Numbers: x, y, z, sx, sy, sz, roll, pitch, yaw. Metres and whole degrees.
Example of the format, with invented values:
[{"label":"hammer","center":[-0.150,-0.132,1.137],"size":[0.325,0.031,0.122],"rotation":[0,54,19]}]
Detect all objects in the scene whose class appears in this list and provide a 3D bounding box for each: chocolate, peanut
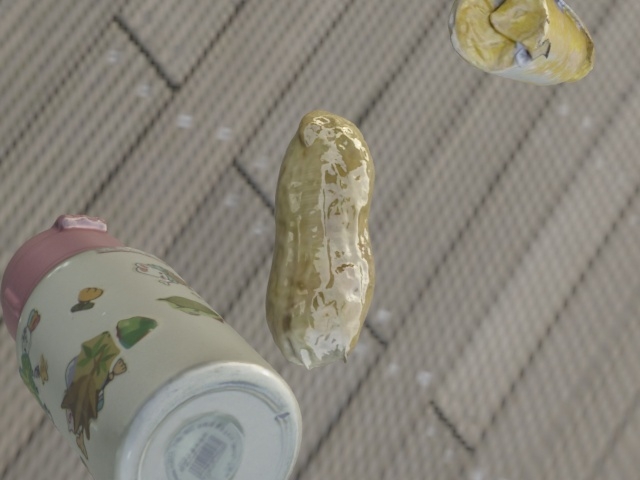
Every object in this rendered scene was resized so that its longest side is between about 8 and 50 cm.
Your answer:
[{"label":"chocolate","center":[0.168,-0.158,1.456],"size":[0.219,0.085,0.086],"rotation":[5,94,-69]},{"label":"peanut","center":[0.000,0.000,1.508],"size":[0.099,0.099,0.214],"rotation":[7,76,-44]}]

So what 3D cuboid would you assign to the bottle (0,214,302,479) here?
[{"label":"bottle","center":[-0.116,0.071,1.115],"size":[0.120,0.253,0.120],"rotation":[-12,118,-25]}]
